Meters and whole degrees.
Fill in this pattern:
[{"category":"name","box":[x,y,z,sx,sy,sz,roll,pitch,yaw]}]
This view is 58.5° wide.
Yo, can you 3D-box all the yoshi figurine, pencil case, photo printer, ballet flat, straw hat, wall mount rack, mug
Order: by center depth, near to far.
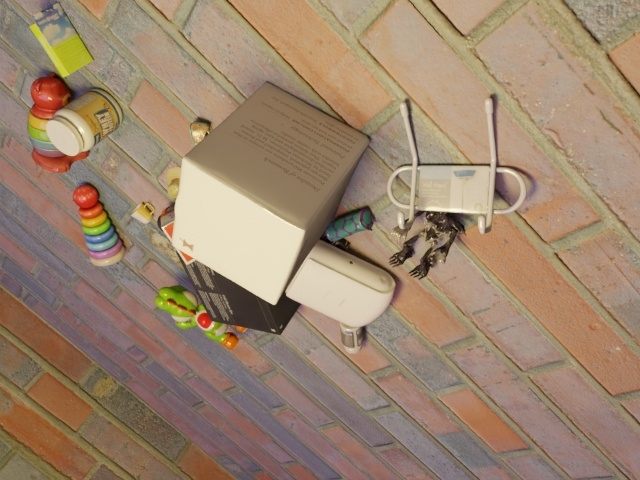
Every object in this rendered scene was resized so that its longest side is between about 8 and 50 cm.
[{"category":"wall mount rack","box":[0.306,-0.174,1.366,0.349,0.130,0.304,5,96,28]},{"category":"pencil case","box":[0.085,-0.042,1.665,0.070,0.065,0.151,9,160,-43]},{"category":"ballet flat","box":[-0.340,-0.265,1.729,0.067,0.073,0.206,2,135,12]},{"category":"photo printer","box":[0.068,0.149,1.798,0.307,0.107,0.256,26,140,-6]},{"category":"straw hat","box":[-0.478,-0.173,1.905,0.144,0.061,0.145,17,136,17]},{"category":"mug","box":[-0.645,-0.097,2.087,0.064,0.062,0.078,44,145,-23]},{"category":"yoshi figurine","box":[-0.464,0.269,2.193,0.362,0.204,0.203,31,140,-21]}]

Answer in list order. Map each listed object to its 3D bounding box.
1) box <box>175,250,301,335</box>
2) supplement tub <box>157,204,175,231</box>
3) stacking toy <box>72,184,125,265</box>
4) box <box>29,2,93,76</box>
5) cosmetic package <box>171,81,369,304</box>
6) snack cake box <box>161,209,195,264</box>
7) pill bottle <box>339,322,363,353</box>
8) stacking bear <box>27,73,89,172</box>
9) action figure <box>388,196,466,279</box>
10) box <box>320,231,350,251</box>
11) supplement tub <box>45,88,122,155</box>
[{"category":"box","box":[-0.270,0.126,1.964,0.312,0.179,0.343,7,132,29]},{"category":"supplement tub","box":[-0.477,-0.077,1.961,0.197,0.106,0.106,-12,122,40]},{"category":"stacking toy","box":[-0.870,-0.068,2.222,0.141,0.141,0.331,11,127,24]},{"category":"box","box":[-0.756,-0.582,1.662,0.042,0.109,0.178,-2,127,36]},{"category":"cosmetic package","box":[-0.131,-0.125,1.478,0.327,0.394,0.329,30,139,5]},{"category":"snack cake box","box":[-0.345,-0.060,1.791,0.264,0.089,0.152,-29,119,-2]},{"category":"pill bottle","box":[0.110,0.326,1.985,0.078,0.078,0.137,13,134,22]},{"category":"stacking bear","box":[-0.886,-0.400,1.893,0.164,0.175,0.289,19,127,7]},{"category":"action figure","box":[0.281,-0.001,1.525,0.164,0.141,0.276,36,141,15]},{"category":"box","box":[0.000,0.000,1.786,0.162,0.029,0.116,33,139,-2]},{"category":"supplement tub","box":[-0.734,-0.367,1.781,0.144,0.200,0.144,18,136,18]}]
